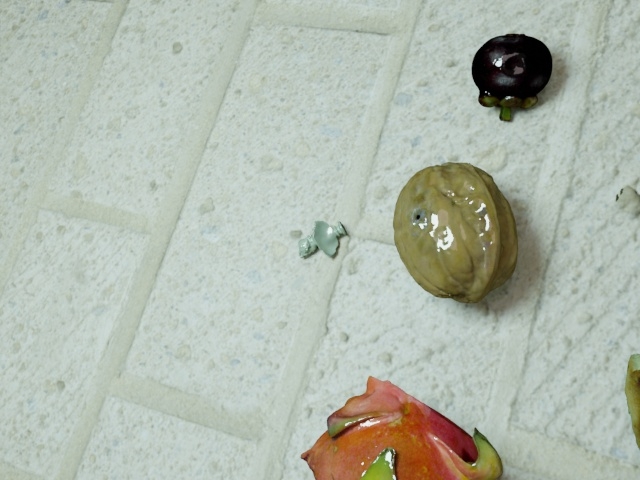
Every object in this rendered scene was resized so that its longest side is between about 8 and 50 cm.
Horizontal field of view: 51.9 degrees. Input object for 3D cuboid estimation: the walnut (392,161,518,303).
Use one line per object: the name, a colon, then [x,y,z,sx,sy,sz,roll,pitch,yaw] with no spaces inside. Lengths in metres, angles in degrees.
walnut: [0.214,-0.015,1.058,0.198,0.198,0.244,-18,67,12]

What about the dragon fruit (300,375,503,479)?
dragon fruit: [0.130,0.322,0.932,0.291,0.290,0.189,35,81,25]

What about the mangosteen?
mangosteen: [0.333,-0.286,1.157,0.137,0.137,0.151,12,110,22]

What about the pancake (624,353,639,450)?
pancake: [0.610,0.320,0.880,0.305,0.067,0.426,-21,65,9]

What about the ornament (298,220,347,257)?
ornament: [0.003,-0.002,1.205,0.092,0.041,0.068,-2,94,6]
